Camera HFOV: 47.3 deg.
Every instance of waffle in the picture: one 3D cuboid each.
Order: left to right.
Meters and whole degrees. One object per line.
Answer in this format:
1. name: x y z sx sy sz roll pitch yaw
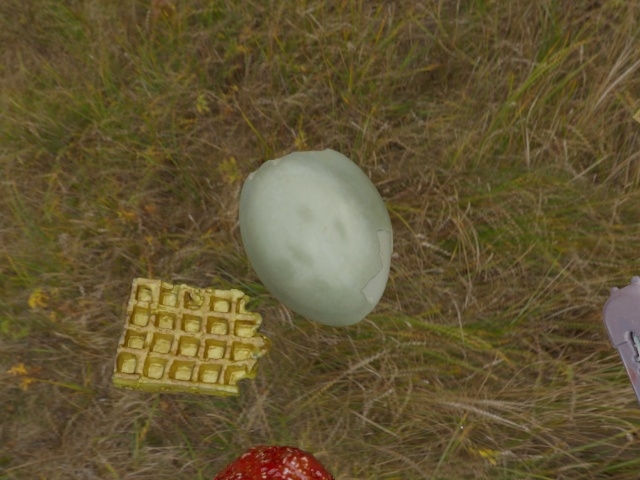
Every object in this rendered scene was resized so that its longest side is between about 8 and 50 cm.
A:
1. waffle: -0.173 0.138 1.038 0.211 0.055 0.160 5 61 -3

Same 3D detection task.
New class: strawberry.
1. strawberry: -0.085 0.430 1.035 0.258 0.277 0.257 -1 88 26

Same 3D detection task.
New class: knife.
1. knife: 0.470 0.242 0.995 0.132 0.038 0.398 -40 52 44

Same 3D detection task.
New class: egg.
1. egg: 0.000 0.000 1.376 0.279 0.278 0.335 -22 85 5

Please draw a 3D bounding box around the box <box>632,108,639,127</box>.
1. box: 0.557 -0.212 1.189 0.089 0.156 0.022 -49 64 18
